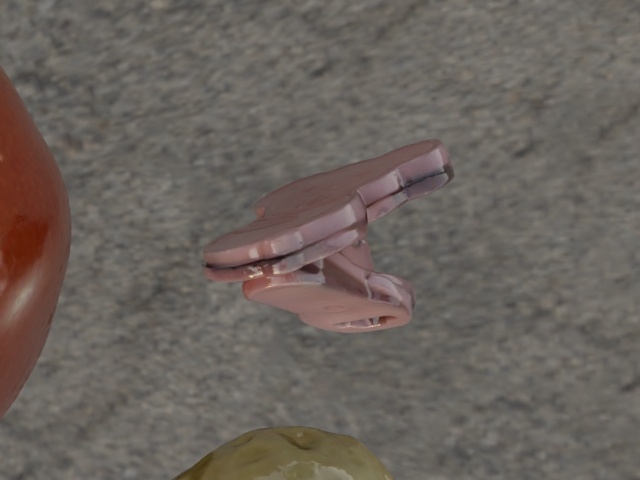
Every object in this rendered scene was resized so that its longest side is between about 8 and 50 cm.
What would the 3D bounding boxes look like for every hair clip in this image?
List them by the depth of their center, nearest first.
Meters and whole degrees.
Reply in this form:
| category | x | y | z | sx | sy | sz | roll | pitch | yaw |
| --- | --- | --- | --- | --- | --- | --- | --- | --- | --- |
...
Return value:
| category | x | y | z | sx | sy | sz | roll | pitch | yaw |
| --- | --- | --- | --- | --- | --- | --- | --- | --- | --- |
| hair clip | -0.002 | -0.011 | 0.878 | 0.138 | 0.123 | 0.102 | 19 | 61 | -52 |

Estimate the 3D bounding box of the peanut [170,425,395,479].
| category | x | y | z | sx | sy | sz | roll | pitch | yaw |
| --- | --- | --- | --- | --- | --- | --- | --- | --- | --- |
| peanut | -0.067 | 0.133 | 0.546 | 0.214 | 0.099 | 0.099 | -23 | 99 | -5 |

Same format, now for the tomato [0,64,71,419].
| category | x | y | z | sx | sy | sz | roll | pitch | yaw |
| --- | --- | --- | --- | --- | --- | --- | --- | --- | --- |
| tomato | -0.302 | 0.014 | 0.820 | 0.341 | 0.341 | 0.273 | 38 | 34 | -18 |
